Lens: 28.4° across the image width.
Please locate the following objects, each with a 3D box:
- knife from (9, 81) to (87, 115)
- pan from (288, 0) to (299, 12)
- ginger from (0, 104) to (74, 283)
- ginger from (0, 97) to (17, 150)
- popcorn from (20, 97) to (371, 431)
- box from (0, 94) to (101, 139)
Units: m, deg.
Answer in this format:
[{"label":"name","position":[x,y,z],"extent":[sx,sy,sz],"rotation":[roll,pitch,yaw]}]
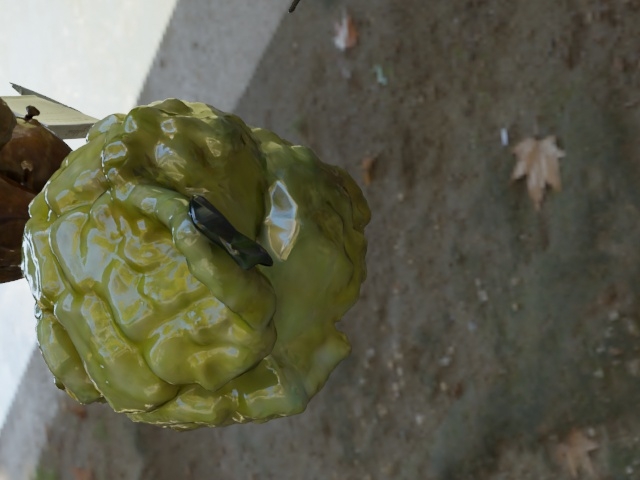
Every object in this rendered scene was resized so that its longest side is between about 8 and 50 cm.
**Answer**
[{"label":"knife","position":[-0.437,-0.220,2.319],"extent":[0.047,0.298,0.017],"rotation":[-20,46,56]},{"label":"pan","position":[0.023,-0.394,1.662],"extent":[0.202,0.048,0.128],"rotation":[116,180,-57]},{"label":"ginger","position":[-0.458,-0.060,1.561],"extent":[0.176,0.418,0.254],"rotation":[-53,48,40]},{"label":"ginger","position":[-0.376,-0.157,1.323],"extent":[0.069,0.095,0.190],"rotation":[29,154,31]},{"label":"popcorn","position":[-0.089,0.029,0.963],"extent":[0.237,0.293,0.293],"rotation":[-52,48,22]},{"label":"box","position":[-0.422,-0.185,1.902],"extent":[0.198,0.109,0.029],"rotation":[21,110,41]}]
